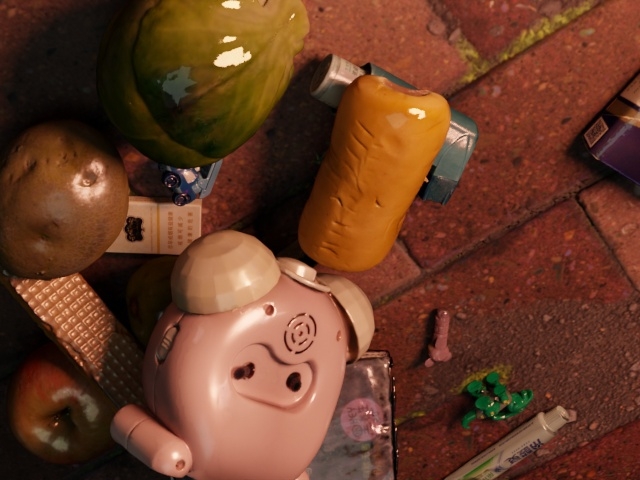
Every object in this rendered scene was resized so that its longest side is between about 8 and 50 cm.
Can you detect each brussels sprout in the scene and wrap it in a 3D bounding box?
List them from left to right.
[{"bbox_3d":[-0.144,-0.218,1.171,0.271,0.210,0.219,-39,125,3],"label":"brussels sprout"}]

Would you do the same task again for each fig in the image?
[{"bbox_3d":[-0.190,0.097,1.422,0.186,0.142,0.148,-4,110,-18],"label":"fig"}]

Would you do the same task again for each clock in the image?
[{"bbox_3d":[-0.094,0.172,1.339,0.342,0.184,0.325,27,82,-48],"label":"clock"}]

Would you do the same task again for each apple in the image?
[{"bbox_3d":[-0.379,0.240,1.500,0.209,0.164,0.209,0,114,0],"label":"apple"}]

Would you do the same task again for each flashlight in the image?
[{"bbox_3d":[0.191,0.155,1.558,0.052,0.031,0.110,-15,125,-23],"label":"flashlight"}]

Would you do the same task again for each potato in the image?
[{"bbox_3d":[-0.354,-0.051,1.290,0.178,0.160,0.235,45,105,15],"label":"potato"}]

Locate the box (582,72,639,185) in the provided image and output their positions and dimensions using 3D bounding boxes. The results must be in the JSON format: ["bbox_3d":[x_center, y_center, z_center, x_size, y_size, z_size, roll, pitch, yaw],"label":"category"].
[{"bbox_3d":[0.504,-0.184,1.312,0.168,0.071,0.259,27,118,-21],"label":"box"}]

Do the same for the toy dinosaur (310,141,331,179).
[{"bbox_3d":[0.022,-0.102,1.368,0.083,0.021,0.062,32,106,-18],"label":"toy dinosaur"}]

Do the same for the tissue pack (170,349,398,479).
[{"bbox_3d":[-0.059,0.309,1.541,0.361,0.122,0.259,-1,93,-1],"label":"tissue pack"}]

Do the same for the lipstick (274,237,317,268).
[{"bbox_3d":[0.000,0.000,1.423,0.312,0.051,0.051,-36,124,22],"label":"lipstick"}]

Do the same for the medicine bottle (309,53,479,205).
[{"bbox_3d":[0.100,-0.154,1.301,0.258,0.079,0.124,27,124,-21],"label":"medicine bottle"}]

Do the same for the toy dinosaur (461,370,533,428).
[{"bbox_3d":[0.295,0.281,1.642,0.132,0.059,0.096,-34,127,9],"label":"toy dinosaur"}]

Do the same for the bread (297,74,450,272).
[{"bbox_3d":[0.064,-0.074,1.263,0.142,0.091,0.305,17,132,-4],"label":"bread"}]

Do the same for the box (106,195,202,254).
[{"bbox_3d":[-0.257,-0.022,1.404,0.167,0.024,0.090,3,124,-6],"label":"box"}]

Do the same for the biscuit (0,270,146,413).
[{"bbox_3d":[-0.337,0.132,1.398,0.094,0.054,0.378,-43,99,-23],"label":"biscuit"}]

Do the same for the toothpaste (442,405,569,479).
[{"bbox_3d":[0.322,0.387,1.726,0.075,0.048,0.297,31,121,-26],"label":"toothpaste"}]

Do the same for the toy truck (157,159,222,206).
[{"bbox_3d":[-0.176,-0.095,1.344,0.090,0.056,0.073,-26,128,-2],"label":"toy truck"}]
